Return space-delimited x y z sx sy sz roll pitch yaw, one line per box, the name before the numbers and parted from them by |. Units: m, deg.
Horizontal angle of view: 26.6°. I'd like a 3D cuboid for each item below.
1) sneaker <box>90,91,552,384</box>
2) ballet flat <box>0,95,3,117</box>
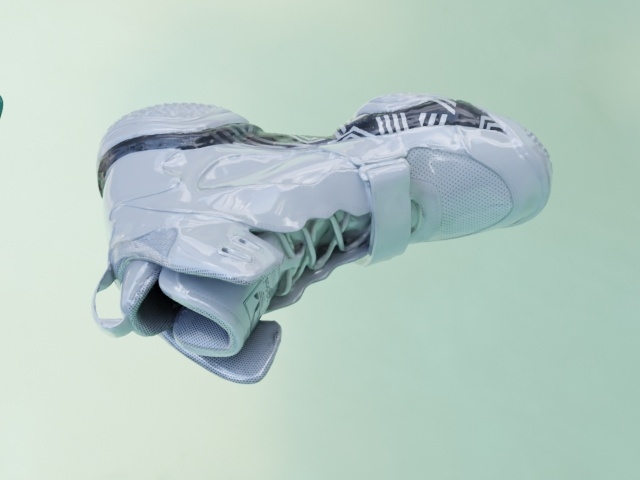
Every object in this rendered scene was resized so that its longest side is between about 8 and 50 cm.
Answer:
sneaker | 0.000 0.000 1.039 0.365 0.137 0.210 1 45 1
ballet flat | -0.254 -0.054 0.953 0.041 0.041 0.114 -1 68 32
